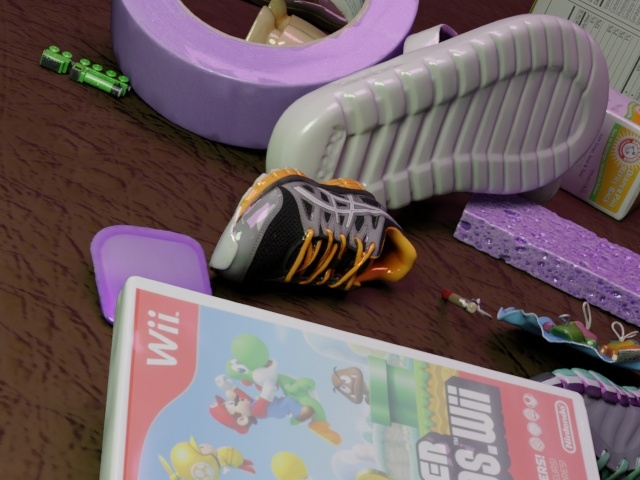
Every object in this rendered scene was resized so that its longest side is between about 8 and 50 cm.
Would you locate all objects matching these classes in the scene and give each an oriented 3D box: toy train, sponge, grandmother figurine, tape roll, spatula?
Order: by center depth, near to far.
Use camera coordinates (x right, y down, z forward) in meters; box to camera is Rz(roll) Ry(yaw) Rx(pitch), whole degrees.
[{"bbox_3d":[-0.075,0.078,0.800,0.084,0.030,0.296,11,26,-27],"label":"spatula"},{"bbox_3d":[-0.208,-0.148,1.195,0.083,0.017,0.023,24,32,-1],"label":"toy train"},{"bbox_3d":[-0.052,-0.215,1.235,0.275,0.090,0.275,5,55,-7],"label":"tape roll"},{"bbox_3d":[0.229,0.013,1.250,0.210,0.031,0.117,26,22,6],"label":"sponge"},{"bbox_3d":[0.088,-0.133,1.360,0.342,0.104,0.208,27,31,-1],"label":"grandmother figurine"}]

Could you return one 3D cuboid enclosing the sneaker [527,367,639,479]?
[{"bbox_3d":[0.190,0.140,0.864,0.224,0.083,0.098,4,35,-42],"label":"sneaker"}]

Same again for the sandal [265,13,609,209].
[{"bbox_3d":[0.106,-0.121,1.199,0.416,0.169,0.102,-13,31,-41],"label":"sandal"}]

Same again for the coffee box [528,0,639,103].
[{"bbox_3d":[0.487,-0.283,1.768,0.334,0.338,0.337,31,23,19],"label":"coffee box"}]

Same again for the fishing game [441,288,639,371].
[{"bbox_3d":[0.223,0.076,1.021,0.264,0.041,0.189,19,2,-2],"label":"fishing game"}]

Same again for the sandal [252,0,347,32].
[{"bbox_3d":[-0.028,-0.314,1.689,0.219,0.060,0.090,22,22,-6],"label":"sandal"}]

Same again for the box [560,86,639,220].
[{"bbox_3d":[0.286,-0.122,1.515,0.203,0.103,0.114,32,24,18],"label":"box"}]

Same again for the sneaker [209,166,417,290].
[{"bbox_3d":[0.000,0.000,0.988,0.083,0.084,0.215,39,25,22],"label":"sneaker"}]

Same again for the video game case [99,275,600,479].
[{"bbox_3d":[0.027,0.134,0.698,0.285,0.025,0.204,16,44,-19],"label":"video game case"}]
